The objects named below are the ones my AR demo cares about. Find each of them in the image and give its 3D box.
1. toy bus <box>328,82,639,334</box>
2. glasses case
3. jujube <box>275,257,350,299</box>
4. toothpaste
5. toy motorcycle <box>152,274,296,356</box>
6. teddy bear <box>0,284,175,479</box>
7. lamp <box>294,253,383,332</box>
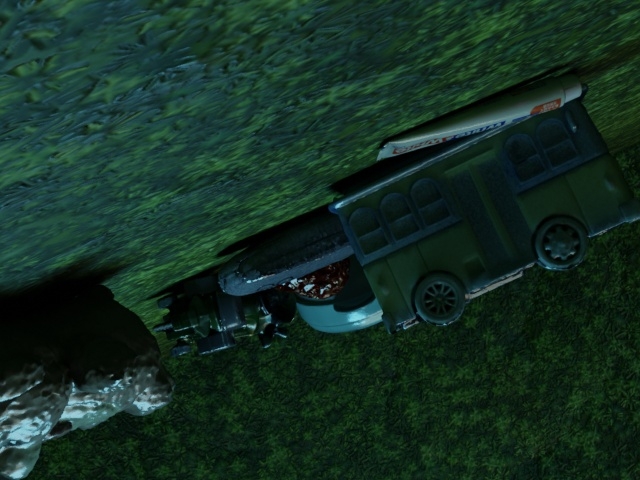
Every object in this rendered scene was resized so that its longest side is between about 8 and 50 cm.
[{"bbox_3d":[0.186,-0.031,1.235,0.312,0.190,0.152,-25,174,7],"label":"toy bus"},{"bbox_3d":[0.000,0.000,1.390,0.282,0.067,0.109,-21,177,-21],"label":"glasses case"},{"bbox_3d":[-0.015,0.036,1.507,0.104,0.104,0.166,-26,174,21],"label":"jujube"},{"bbox_3d":[0.158,-0.122,1.091,0.218,0.033,0.052,-19,170,-10],"label":"toothpaste"},{"bbox_3d":[-0.133,0.104,1.563,0.187,0.125,0.274,-16,176,5],"label":"toy motorcycle"},{"bbox_3d":[-0.268,0.134,1.035,0.236,0.151,0.267,-20,-177,28],"label":"teddy bear"},{"bbox_3d":[0.044,0.055,1.695,0.209,0.147,0.284,-31,-177,-24],"label":"lamp"}]
